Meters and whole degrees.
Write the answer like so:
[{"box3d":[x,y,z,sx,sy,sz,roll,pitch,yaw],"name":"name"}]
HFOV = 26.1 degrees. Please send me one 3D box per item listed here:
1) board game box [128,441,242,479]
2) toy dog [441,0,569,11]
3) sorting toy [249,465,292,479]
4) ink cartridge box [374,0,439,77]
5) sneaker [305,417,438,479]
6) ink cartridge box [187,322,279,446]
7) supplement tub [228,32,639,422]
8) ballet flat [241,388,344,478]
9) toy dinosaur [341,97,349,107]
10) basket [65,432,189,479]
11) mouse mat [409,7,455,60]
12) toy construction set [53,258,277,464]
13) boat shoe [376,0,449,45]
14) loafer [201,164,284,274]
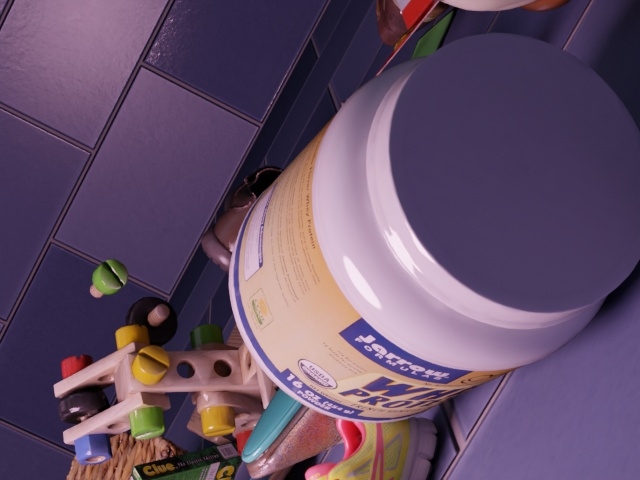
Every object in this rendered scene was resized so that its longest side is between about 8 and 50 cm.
[{"box3d":[-0.183,0.348,1.605,0.030,0.136,0.260,50,132,38],"name":"board game box"},{"box3d":[0.199,-0.391,1.274,0.408,0.284,0.395,-57,12,40],"name":"toy dog"},{"box3d":[-0.116,0.342,1.519,0.307,0.041,0.229,-57,-1,31],"name":"sorting toy"},{"box3d":[0.176,-0.421,1.774,0.308,0.091,0.385,-49,7,43],"name":"ink cartridge box"},{"box3d":[0.024,0.223,1.109,0.081,0.094,0.208,-49,18,51],"name":"sneaker"},{"box3d":[-0.076,0.174,1.721,0.193,0.088,0.234,-63,10,-9],"name":"ink cartridge box"},{"box3d":[0.079,0.000,1.017,0.228,0.228,0.316,-68,11,-24],"name":"supplement tub"},{"box3d":[0.048,0.099,1.233,0.316,0.106,0.107,-58,12,-25],"name":"ballet flat"},{"box3d":[0.103,-0.114,1.490,0.313,0.160,0.121,-58,-30,-81],"name":"toy dinosaur"},{"box3d":[-0.234,0.432,1.844,0.213,0.223,0.299,-4,53,39],"name":"basket"},{"box3d":[0.129,-0.226,1.928,0.190,0.007,0.152,-65,11,-15],"name":"mouse mat"},{"box3d":[-0.135,0.174,1.416,0.237,0.257,0.309,-38,30,53],"name":"toy construction set"},{"box3d":[0.136,-0.415,2.062,0.123,0.123,0.342,-52,22,42],"name":"boat shoe"},{"box3d":[-0.070,-0.044,2.097,0.130,0.134,0.366,-48,7,18],"name":"loafer"}]
